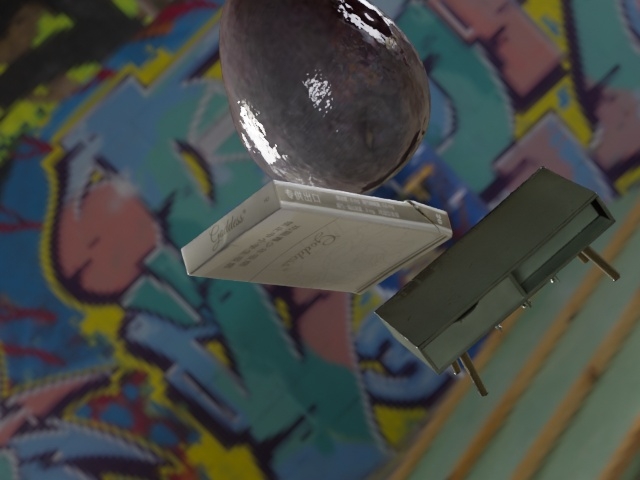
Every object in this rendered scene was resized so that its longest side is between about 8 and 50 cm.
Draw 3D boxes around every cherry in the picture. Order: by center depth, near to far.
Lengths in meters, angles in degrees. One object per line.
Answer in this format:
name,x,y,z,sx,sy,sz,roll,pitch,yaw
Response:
cherry,0.003,-0.139,1.518,0.183,0.266,0.213,-44,22,-15

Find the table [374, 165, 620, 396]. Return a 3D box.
table,0.196,0.052,1.687,0.240,0.111,0.121,-40,24,-4

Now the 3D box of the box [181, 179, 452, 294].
box,0.000,0.000,1.251,0.198,0.029,0.109,8,-34,-47
